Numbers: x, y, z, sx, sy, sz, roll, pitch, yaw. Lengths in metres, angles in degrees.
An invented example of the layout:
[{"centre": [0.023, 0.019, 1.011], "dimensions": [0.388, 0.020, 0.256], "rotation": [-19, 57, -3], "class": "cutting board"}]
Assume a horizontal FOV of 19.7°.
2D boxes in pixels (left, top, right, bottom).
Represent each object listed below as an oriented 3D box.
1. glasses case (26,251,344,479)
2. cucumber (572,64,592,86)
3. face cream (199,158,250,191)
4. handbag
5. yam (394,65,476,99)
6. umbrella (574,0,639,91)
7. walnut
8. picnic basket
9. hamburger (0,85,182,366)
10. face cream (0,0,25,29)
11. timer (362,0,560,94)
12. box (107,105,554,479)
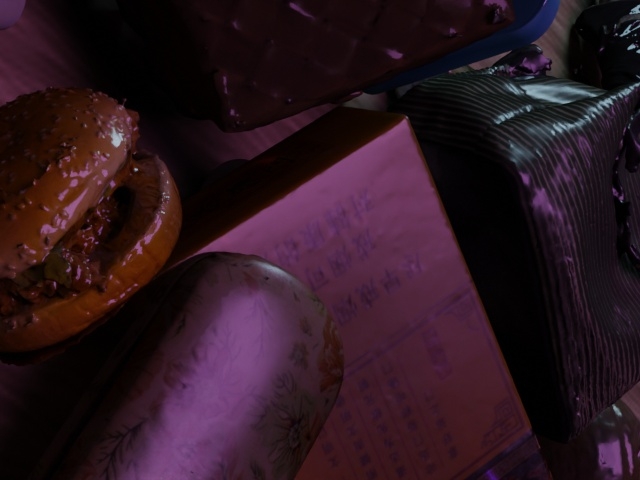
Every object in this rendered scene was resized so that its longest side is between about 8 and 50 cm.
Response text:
[{"centre": [-0.129, 0.198, 1.232], "dimensions": [0.156, 0.098, 0.425], "rotation": [44, 68, -32], "class": "glasses case"}, {"centre": [0.321, -0.133, 2.118], "dimensions": [0.039, 0.043, 0.163], "rotation": [-38, 111, -8], "class": "cucumber"}, {"centre": [0.000, 0.000, 1.574], "dimensions": [0.250, 0.077, 0.077], "rotation": [22, 66, -51], "class": "face cream"}, {"centre": [0.210, -0.011, 1.704], "dimensions": [0.240, 0.247, 0.341], "rotation": [-32, 119, -28], "class": "handbag"}, {"centre": [0.194, -0.093, 1.886], "dimensions": [0.371, 0.083, 0.083], "rotation": [32, 57, -49], "class": "yam"}, {"centre": [0.339, -0.180, 2.059], "dimensions": [0.113, 0.106, 0.358], "rotation": [44, 33, -23], "class": "umbrella"}, {"centre": [0.267, 0.223, 1.877], "dimensions": [0.140, 0.140, 0.162], "rotation": [22, 75, -52], "class": "walnut"}, {"centre": [-0.022, -0.229, 1.451], "dimensions": [0.321, 0.291, 0.254], "rotation": [-133, -156, -74], "class": "picnic basket"}, {"centre": [-0.183, -0.024, 1.214], "dimensions": [0.191, 0.181, 0.118], "rotation": [-51, 131, -28], "class": "hamburger"}, {"centre": [-0.273, -0.179, 1.230], "dimensions": [0.182, 0.051, 0.072], "rotation": [10, 79, -54], "class": "face cream"}, {"centre": [0.109, -0.261, 1.637], "dimensions": [0.091, 0.250, 0.232], "rotation": [25, 63, -50], "class": "timer"}, {"centre": [0.018, 0.138, 1.448], "dimensions": [0.264, 0.115, 0.415], "rotation": [-34, 113, -24], "class": "box"}]
